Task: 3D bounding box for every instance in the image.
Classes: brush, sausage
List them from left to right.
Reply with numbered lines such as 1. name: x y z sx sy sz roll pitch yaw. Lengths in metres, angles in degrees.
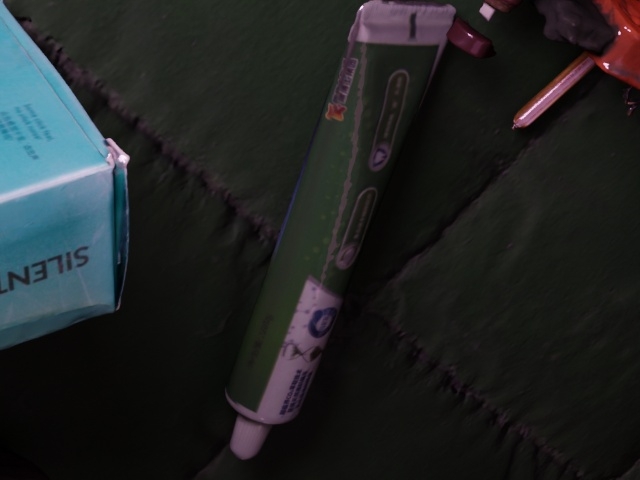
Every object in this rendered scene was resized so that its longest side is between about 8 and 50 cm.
1. sausage: 0.185 -0.120 1.454 0.100 0.015 0.015 -42 141 3
2. brush: 0.276 -0.135 1.432 0.323 0.070 0.051 18 118 -43

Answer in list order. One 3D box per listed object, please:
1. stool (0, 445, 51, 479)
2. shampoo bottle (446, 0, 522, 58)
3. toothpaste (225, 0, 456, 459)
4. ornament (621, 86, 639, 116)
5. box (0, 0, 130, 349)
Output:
1. stool: -0.272 0.203 1.314 0.217 0.125 0.121 17 117 -35
2. shampoo bottle: 0.161 -0.231 1.294 0.068 0.067 0.236 17 114 -40
3. toothpaste: 0.000 0.000 1.385 0.099 0.061 0.392 -6 125 -45
4. ornament: 0.269 -0.152 1.481 0.073 0.028 0.125 8 119 -43
5. box: -0.285 -0.012 1.036 0.311 0.205 0.118 -20 138 -23
